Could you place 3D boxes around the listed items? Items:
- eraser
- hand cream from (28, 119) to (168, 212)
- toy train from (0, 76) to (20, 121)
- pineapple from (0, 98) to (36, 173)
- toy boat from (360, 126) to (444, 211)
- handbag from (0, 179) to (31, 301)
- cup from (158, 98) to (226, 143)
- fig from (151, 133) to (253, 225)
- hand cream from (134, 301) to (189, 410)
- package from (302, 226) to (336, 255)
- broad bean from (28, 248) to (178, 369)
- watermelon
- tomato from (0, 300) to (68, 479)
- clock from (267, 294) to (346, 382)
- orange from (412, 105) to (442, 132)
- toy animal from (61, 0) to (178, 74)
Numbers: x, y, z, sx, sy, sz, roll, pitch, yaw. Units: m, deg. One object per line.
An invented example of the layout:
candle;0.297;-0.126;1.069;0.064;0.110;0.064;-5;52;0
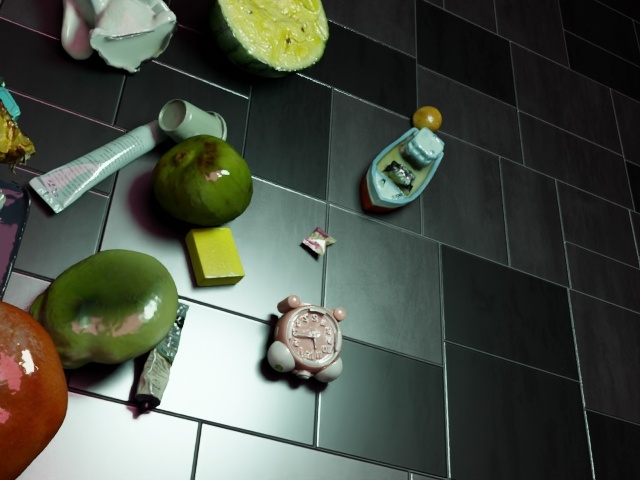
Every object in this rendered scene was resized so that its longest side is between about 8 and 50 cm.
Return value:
eraser;-0.224;0.033;1.802;0.097;0.045;0.122;-2;62;-32
hand cream;-0.453;-0.168;1.782;0.085;0.058;0.331;50;48;0
toy train;-0.693;-0.253;1.662;0.198;0.107;0.154;-30;87;-41
pineapple;-0.640;-0.183;1.542;0.250;0.140;0.164;35;71;5
toy boat;0.214;-0.182;2.159;0.145;0.133;0.332;44;48;-1
handbag;-0.692;0.009;1.480;0.303;0.122;0.329;19;54;-21
cup;-0.284;-0.252;1.875;0.141;0.120;0.120;38;35;-56
fig;-0.238;-0.110;1.811;0.225;0.203;0.203;53;31;-50
hand cream;-0.312;0.216;1.635;0.075;0.052;0.248;40;37;-34
package;0.000;0.000;1.976;0.059;0.029;0.083;38;37;4
broad bean;-0.395;0.128;1.571;0.238;0.119;0.291;34;48;20
watermelon;-0.147;-0.539;2.135;0.331;0.189;0.330;9;73;-32
tomato;-0.561;0.253;1.304;0.341;0.273;0.341;1;72;-3
clock;-0.030;0.214;1.784;0.166;0.093;0.162;18;62;-22
orange;0.295;-0.334;2.349;0.085;0.085;0.085;16;54;-23
toy animal;-0.460;-0.517;1.937;0.249;0.174;0.289;2;61;-17
